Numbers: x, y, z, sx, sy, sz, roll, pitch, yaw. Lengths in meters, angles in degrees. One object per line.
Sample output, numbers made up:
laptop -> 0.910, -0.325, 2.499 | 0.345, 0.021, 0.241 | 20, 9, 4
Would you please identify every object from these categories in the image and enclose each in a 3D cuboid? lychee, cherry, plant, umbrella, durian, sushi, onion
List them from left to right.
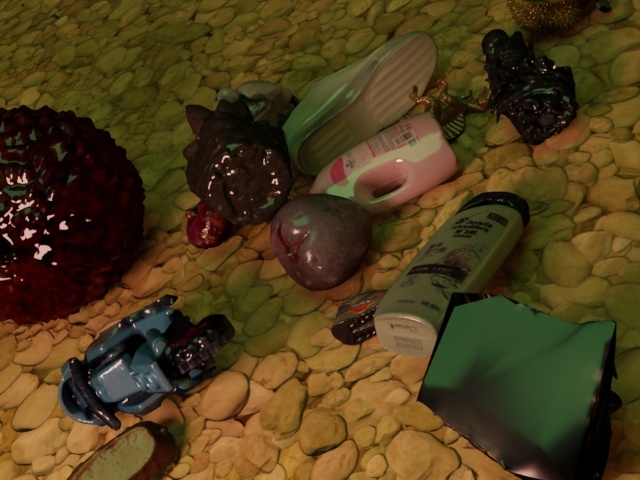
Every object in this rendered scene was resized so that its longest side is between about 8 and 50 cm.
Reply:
lychee -> -0.543, -0.040, 2.086 | 0.424, 0.425, 0.500 | -16, 20, 18
onion -> -0.213, -0.034, 2.107 | 0.107, 0.097, 0.107 | -35, 36, 30
plant -> -0.162, -0.148, 2.028 | 0.182, 0.194, 0.321 | -65, 20, 11
cherry -> -0.001, -0.004, 1.896 | 0.176, 0.140, 0.176 | 7, 57, -11
umbrella -> 0.369, -0.303, 1.997 | 0.154, 0.128, 0.337 | -18, 38, 16
sushi -> 0.273, 0.217, 1.450 | 0.227, 0.212, 0.216 | 8, 67, 34
durian -> 0.441, -0.484, 2.106 | 0.198, 0.159, 0.146 | -29, 45, 3

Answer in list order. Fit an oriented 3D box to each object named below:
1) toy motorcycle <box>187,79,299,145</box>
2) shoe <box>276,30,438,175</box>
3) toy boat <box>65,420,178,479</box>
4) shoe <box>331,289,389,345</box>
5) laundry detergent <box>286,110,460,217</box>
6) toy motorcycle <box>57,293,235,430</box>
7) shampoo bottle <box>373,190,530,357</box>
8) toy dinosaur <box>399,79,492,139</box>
toy motorcycle -> -0.160, -0.236, 2.223 | 0.260, 0.171, 0.110 | -40, 39, -14
shoe -> 0.061, -0.283, 2.169 | 0.363, 0.132, 0.160 | -43, 38, -5
toy boat -> -0.353, 0.393, 1.753 | 0.293, 0.099, 0.108 | -40, 66, -12
shoe -> 0.107, 0.101, 1.783 | 0.194, 0.074, 0.077 | -21, 35, 16
laundry detergent -> 0.078, -0.104, 1.999 | 0.335, 0.088, 0.159 | -28, 50, 6
toy motorcycle -> -0.289, 0.209, 1.791 | 0.232, 0.172, 0.416 | -37, 12, -27
shampoo bottle -> 0.200, 0.041, 1.708 | 0.134, 0.078, 0.359 | 3, 34, 34
toy dinosaur -> 0.215, -0.218, 2.073 | 0.142, 0.057, 0.212 | 28, 77, 25
